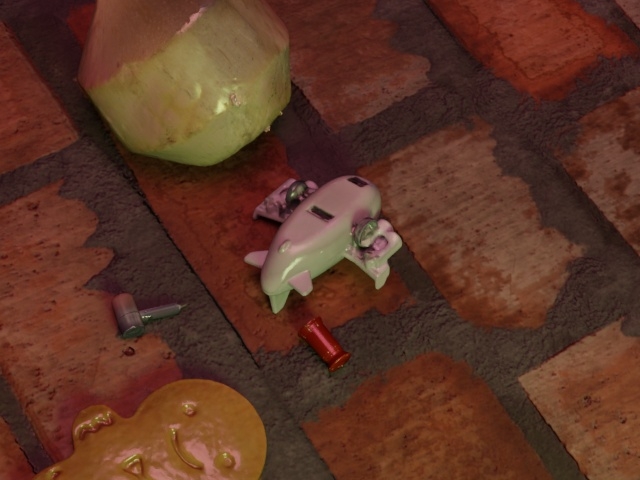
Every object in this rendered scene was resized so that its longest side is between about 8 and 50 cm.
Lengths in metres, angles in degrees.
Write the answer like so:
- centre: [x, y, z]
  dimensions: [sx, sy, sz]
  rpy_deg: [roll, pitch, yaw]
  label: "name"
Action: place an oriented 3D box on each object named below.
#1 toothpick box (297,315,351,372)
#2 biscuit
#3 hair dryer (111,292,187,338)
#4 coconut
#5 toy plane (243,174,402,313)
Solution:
- centre: [0.007, 0.163, 1.896]
  dimensions: [0.047, 0.047, 0.083]
  rpy_deg: [-33, 71, -24]
  label: "toothpick box"
- centre: [-0.239, 0.336, 1.758]
  dimensions: [0.355, 0.052, 0.275]
  rpy_deg: [-28, 68, -21]
  label: "biscuit"
- centre: [-0.261, 0.108, 1.896]
  dimensions: [0.114, 0.037, 0.063]
  rpy_deg: [-12, 62, -23]
  label: "hair dryer"
- centre: [-0.229, -0.302, 1.979]
  dimensions: [0.352, 0.352, 0.352]
  rpy_deg: [4, 60, -7]
  label: "coconut"
- centre: [0.000, -0.004, 1.946]
  dimensions: [0.267, 0.122, 0.267]
  rpy_deg: [-4, 50, 5]
  label: "toy plane"
